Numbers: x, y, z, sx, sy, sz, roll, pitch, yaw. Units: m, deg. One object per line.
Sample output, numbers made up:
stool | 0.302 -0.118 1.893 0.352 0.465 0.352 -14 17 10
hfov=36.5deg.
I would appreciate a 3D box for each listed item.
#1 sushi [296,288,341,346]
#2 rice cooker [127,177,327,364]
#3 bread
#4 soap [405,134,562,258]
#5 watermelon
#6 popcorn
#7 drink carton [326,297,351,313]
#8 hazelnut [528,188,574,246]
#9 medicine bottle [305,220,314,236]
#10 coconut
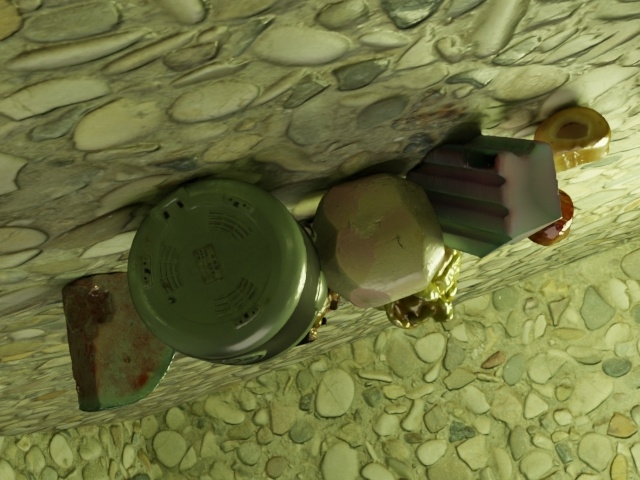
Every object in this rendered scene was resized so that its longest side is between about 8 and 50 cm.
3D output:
sushi | -0.051 0.126 2.140 0.204 0.213 0.200 -3 -171 -3
rice cooker | -0.142 0.057 1.503 0.288 0.288 0.277 -19 168 4
bread | 0.437 -0.180 1.694 0.134 0.085 0.173 -17 169 12
soap | 0.267 -0.079 1.659 0.109 0.192 0.324 -17 -165 -23
watermelon | -0.398 0.179 1.798 0.148 0.318 0.226 -23 126 39
popcorn | 0.179 0.055 2.020 0.259 0.259 0.212 -22 135 18
drink carton | 0.082 0.089 2.307 0.315 0.106 0.130 -25 164 30
hazelnut | 0.506 -0.059 2.218 0.143 0.143 0.154 -19 -177 4
medicine bottle | 0.000 0.000 1.882 0.219 0.078 0.115 -20 165 11
coconut | 0.083 0.001 1.680 0.230 0.227 0.227 -17 167 -9
